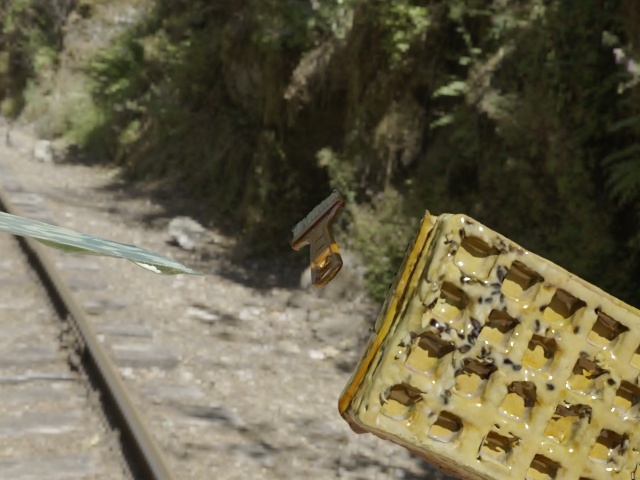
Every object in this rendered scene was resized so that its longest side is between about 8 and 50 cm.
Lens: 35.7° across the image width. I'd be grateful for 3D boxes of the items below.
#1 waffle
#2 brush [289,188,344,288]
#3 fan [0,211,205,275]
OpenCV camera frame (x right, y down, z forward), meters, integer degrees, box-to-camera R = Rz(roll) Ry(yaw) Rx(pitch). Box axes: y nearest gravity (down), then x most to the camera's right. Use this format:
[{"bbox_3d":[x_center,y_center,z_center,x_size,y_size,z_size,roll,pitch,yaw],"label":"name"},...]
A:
[{"bbox_3d":[0.228,0.160,1.075,0.376,0.261,0.114,27,-8,-12],"label":"waffle"},{"bbox_3d":[0.000,0.000,1.189,0.017,0.090,0.314,43,9,-13],"label":"brush"},{"bbox_3d":[-0.156,-0.004,0.565,0.131,0.009,0.240,15,-1,-44],"label":"fan"}]
